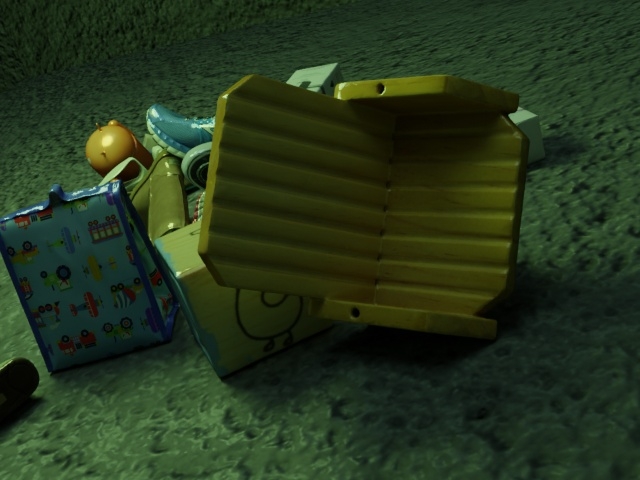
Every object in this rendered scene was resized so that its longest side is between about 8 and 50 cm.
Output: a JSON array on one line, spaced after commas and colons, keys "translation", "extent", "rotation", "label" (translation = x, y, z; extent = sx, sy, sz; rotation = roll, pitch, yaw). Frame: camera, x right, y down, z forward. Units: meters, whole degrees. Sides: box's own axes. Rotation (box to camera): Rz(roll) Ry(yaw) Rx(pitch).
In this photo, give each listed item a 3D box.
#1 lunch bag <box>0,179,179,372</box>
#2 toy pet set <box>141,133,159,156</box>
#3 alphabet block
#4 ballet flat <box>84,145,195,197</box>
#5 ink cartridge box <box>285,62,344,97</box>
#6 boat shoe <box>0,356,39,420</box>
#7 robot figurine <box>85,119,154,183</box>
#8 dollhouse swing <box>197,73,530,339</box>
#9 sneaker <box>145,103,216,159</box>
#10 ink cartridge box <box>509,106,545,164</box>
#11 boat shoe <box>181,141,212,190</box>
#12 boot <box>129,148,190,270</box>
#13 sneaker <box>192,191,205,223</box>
[{"translation": [-0.395, 0.045, 1.544], "extent": [0.221, 0.293, 0.138], "rotation": [-15, 24, 6], "label": "lunch bag"}, {"translation": [-0.428, -0.239, 2.499], "extent": [0.114, 0.065, 0.122], "rotation": [11, 18, -22], "label": "toy pet set"}, {"translation": [-0.122, 0.064, 1.442], "extent": [0.197, 0.192, 0.193], "rotation": [-25, 27, -12], "label": "alphabet block"}, {"translation": [-0.405, -0.147, 2.174], "extent": [0.342, 0.124, 0.116], "rotation": [-27, 25, -19], "label": "ballet flat"}, {"translation": [-0.017, -0.246, 2.022], "extent": [0.114, 0.197, 0.273], "rotation": [-8, 26, 22], "label": "ink cartridge box"}, {"translation": [-0.558, 0.277, 1.433], "extent": [0.095, 0.095, 0.257], "rotation": [-15, 14, 44], "label": "boat shoe"}, {"translation": [-0.489, -0.201, 2.252], "extent": [0.128, 0.219, 0.158], "rotation": [25, 78, 24], "label": "robot figurine"}, {"translation": [0.060, -0.062, 1.248], "extent": [0.315, 0.346, 0.305], "rotation": [4, -6, 41], "label": "dollhouse swing"}, {"translation": [-0.199, -0.220, 1.887], "extent": [0.330, 0.147, 0.130], "rotation": [21, 17, 9], "label": "sneaker"}, {"translation": [0.363, -0.197, 1.777], "extent": [0.090, 0.092, 0.143], "rotation": [-21, 25, -9], "label": "ink cartridge box"}, {"translation": [-0.112, -0.100, 1.762], "extent": [0.306, 0.113, 0.105], "rotation": [18, 24, -29], "label": "boat shoe"}, {"translation": [-0.333, -0.030, 1.879], "extent": [0.089, 0.236, 0.269], "rotation": [12, 39, -22], "label": "boot"}, {"translation": [-0.188, -0.055, 1.842], "extent": [0.112, 0.120, 0.299], "rotation": [12, 35, 1], "label": "sneaker"}]
